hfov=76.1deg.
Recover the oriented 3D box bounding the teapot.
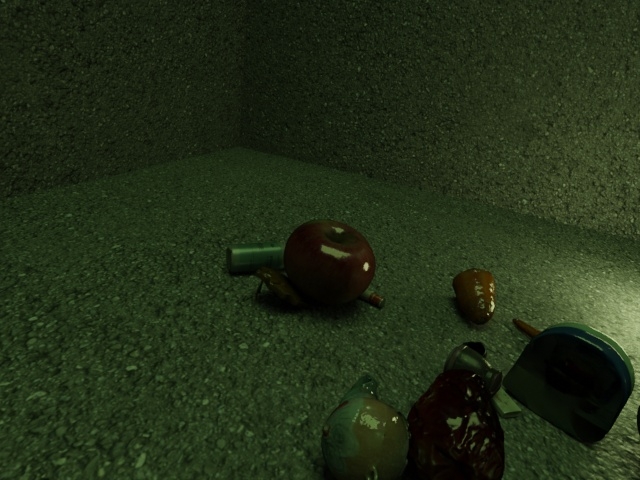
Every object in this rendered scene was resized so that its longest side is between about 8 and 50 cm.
[{"bbox_3d":[0.417,0.372,1.126,0.146,0.116,0.148,23,29,37],"label":"teapot"}]

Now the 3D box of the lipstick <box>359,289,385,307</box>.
[{"bbox_3d":[0.177,0.206,1.523,0.131,0.038,0.038,23,27,31],"label":"lipstick"}]

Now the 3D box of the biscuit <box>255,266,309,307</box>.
[{"bbox_3d":[-0.134,0.151,1.414,0.215,0.034,0.182,34,8,-32],"label":"biscuit"}]

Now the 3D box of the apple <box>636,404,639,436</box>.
[{"bbox_3d":[0.929,0.475,0.882,0.312,0.320,0.360,41,15,-30],"label":"apple"}]

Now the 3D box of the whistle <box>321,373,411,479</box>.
[{"bbox_3d":[0.085,0.399,0.905,0.189,0.189,0.348,8,13,-1],"label":"whistle"}]

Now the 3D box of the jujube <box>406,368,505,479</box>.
[{"bbox_3d":[0.307,0.414,0.922,0.217,0.216,0.342,19,20,23],"label":"jujube"}]

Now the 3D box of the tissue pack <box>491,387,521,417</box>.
[{"bbox_3d":[0.494,0.437,1.126,0.056,0.023,0.108,0,25,-14],"label":"tissue pack"}]

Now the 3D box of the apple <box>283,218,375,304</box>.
[{"bbox_3d":[0.024,0.085,1.457,0.345,0.269,0.344,12,30,-7],"label":"apple"}]

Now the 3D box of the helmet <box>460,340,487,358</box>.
[{"bbox_3d":[0.482,0.353,1.282,0.084,0.049,0.065,-7,51,30],"label":"helmet"}]

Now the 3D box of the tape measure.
[{"bbox_3d":[0.680,0.358,1.106,0.138,0.261,0.259,-2,24,-46],"label":"tape measure"}]

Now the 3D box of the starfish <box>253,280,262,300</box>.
[{"bbox_3d":[-0.214,0.167,1.422,0.016,0.092,0.086,22,5,1],"label":"starfish"}]

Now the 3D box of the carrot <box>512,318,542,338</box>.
[{"bbox_3d":[0.765,0.334,1.416,0.061,0.061,0.257,-3,24,-25],"label":"carrot"}]

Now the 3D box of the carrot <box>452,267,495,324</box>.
[{"bbox_3d":[0.585,0.222,1.514,0.159,0.159,0.225,9,34,2],"label":"carrot"}]

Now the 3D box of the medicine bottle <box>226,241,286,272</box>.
[{"bbox_3d":[-0.192,0.061,1.636,0.352,0.110,0.110,-3,26,-24],"label":"medicine bottle"}]
